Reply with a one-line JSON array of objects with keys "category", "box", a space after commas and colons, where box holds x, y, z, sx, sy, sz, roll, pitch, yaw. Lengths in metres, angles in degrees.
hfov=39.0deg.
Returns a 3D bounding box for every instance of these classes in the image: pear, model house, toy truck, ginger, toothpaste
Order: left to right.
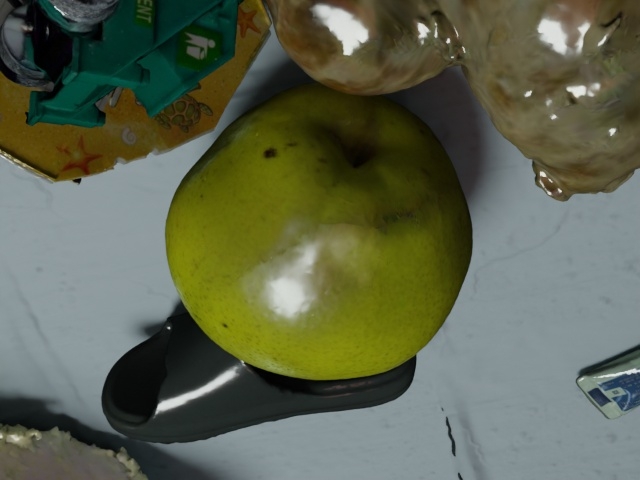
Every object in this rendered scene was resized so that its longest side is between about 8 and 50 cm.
[{"category": "model house", "box": [-0.165, -0.121, 0.547, 0.219, 0.208, 0.136, 28, 156, -25]}, {"category": "toy truck", "box": [-0.090, -0.164, 0.455, 0.116, 0.216, 0.110, 8, 166, -30]}, {"category": "pear", "box": [0.001, 0.001, 0.576, 0.198, 0.198, 0.198, 1, 125, 1]}, {"category": "ginger", "box": [0.156, -0.181, 0.456, 0.256, 0.176, 0.375, 43, 116, -14]}, {"category": "toothpaste", "box": [0.302, 0.086, 0.722, 0.197, 0.035, 0.057, -34, 112, 26]}]

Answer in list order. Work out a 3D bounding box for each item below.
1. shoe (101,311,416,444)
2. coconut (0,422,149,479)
[{"category": "shoe", "box": [-0.048, 0.077, 0.682, 0.240, 0.108, 0.093, -7, 128, -2]}, {"category": "coconut", "box": [-0.319, 0.369, 0.729, 0.404, 0.405, 0.405, 1, 125, 1]}]
